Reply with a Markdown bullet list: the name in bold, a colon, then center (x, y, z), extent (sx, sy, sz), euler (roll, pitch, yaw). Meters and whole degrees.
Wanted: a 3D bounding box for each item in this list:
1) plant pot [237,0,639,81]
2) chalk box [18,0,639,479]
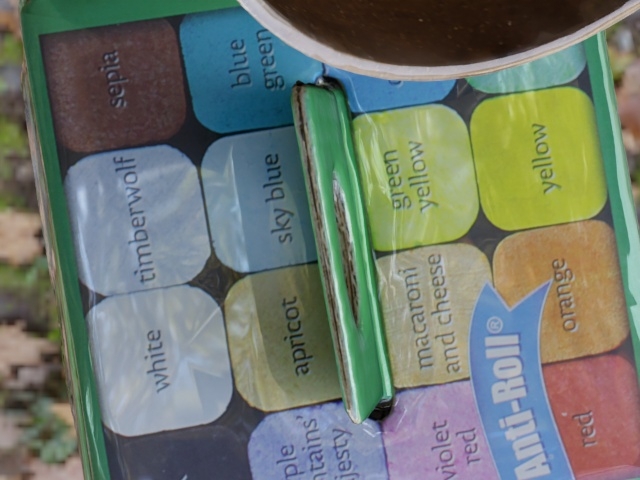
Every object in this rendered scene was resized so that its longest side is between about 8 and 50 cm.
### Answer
- **plant pot**: center (-0.002, -0.190, 0.466), extent (0.215, 0.230, 0.215), euler (-24, 139, -23)
- **chalk box**: center (0.000, 0.000, 0.632), extent (0.179, 0.180, 0.289), euler (-9, -178, -9)
